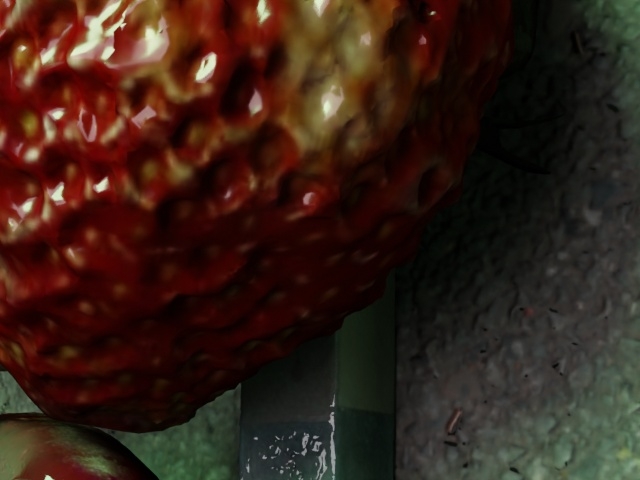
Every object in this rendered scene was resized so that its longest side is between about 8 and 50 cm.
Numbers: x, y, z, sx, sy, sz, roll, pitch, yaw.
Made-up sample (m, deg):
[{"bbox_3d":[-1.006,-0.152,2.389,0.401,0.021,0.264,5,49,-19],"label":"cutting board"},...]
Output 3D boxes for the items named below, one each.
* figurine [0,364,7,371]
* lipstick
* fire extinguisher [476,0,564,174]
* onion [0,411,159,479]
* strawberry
[{"bbox_3d":[-0.190,-0.141,1.062,0.276,0.248,0.388,25,98,9],"label":"figurine"},{"bbox_3d":[0.000,0.000,1.002,0.066,0.068,0.317,-6,78,32],"label":"lipstick"},{"bbox_3d":[0.097,-0.172,0.976,0.089,0.072,0.268,7,83,-6],"label":"fire extinguisher"},{"bbox_3d":[-0.125,0.223,0.984,0.272,0.195,0.272,0,90,59],"label":"onion"},{"bbox_3d":[-0.056,-0.068,0.846,0.291,0.292,0.310,-3,79,32],"label":"strawberry"}]
